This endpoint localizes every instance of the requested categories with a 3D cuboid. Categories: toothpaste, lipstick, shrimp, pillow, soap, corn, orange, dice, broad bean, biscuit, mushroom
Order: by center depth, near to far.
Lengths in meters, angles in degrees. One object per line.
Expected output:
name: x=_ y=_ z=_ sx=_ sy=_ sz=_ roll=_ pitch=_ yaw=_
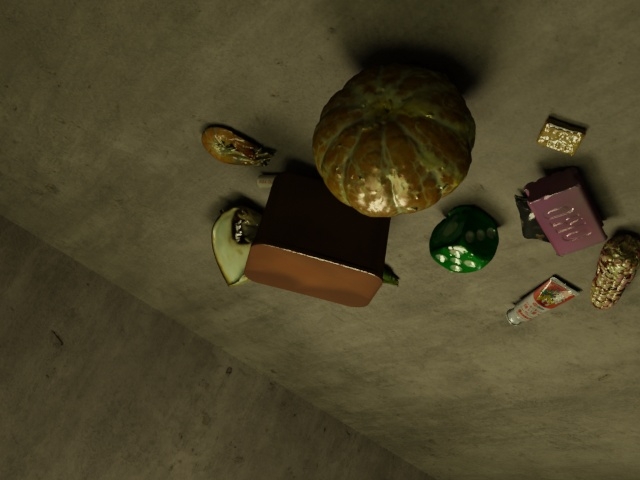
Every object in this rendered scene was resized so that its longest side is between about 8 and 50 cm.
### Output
orange: x=0.147 y=-0.194 z=1.655 sx=0.329 sy=0.329 sz=0.249 roll=6 pitch=155 yaw=30
biscuit: x=0.488 y=-0.210 z=1.684 sx=0.083 sy=0.018 sz=0.081 roll=20 pitch=152 yaw=9
soap: x=0.538 y=-0.061 z=1.815 sx=0.122 sy=0.066 sz=0.203 roll=-22 pitch=133 yaw=24
pillow: x=0.504 y=-0.048 z=1.918 sx=0.090 sy=0.048 sz=0.150 roll=-4 pitch=139 yaw=22
corn: x=0.691 y=0.078 z=1.957 sx=0.092 sy=0.092 sz=0.281 roll=16 pitch=154 yaw=14
dice: x=0.353 y=0.001 z=2.033 sx=0.120 sy=0.128 sz=0.131 roll=35 pitch=149 yaw=-21
shrimp: x=-0.218 y=-0.239 z=2.149 sx=0.217 sy=0.051 sz=0.115 roll=16 pitch=149 yaw=20
lipstick: x=-0.107 y=-0.157 z=2.212 sx=0.130 sy=0.038 sz=0.038 roll=3 pitch=145 yaw=33
toothpaste: x=0.587 y=0.163 z=2.220 sx=0.089 sy=0.057 sz=0.234 roll=31 pitch=143 yaw=-9
broad bean: x=0.162 y=0.076 z=2.397 sx=0.061 sy=0.046 sz=0.195 roll=4 pitch=144 yaw=38
mushroom: x=-0.194 y=-0.004 z=2.468 sx=0.218 sy=0.211 sz=0.292 roll=71 pitch=158 yaw=4

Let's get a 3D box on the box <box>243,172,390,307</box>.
box: x=0.000 y=0.000 z=2.149 sx=0.339 sy=0.230 sz=0.239 roll=16 pitch=152 yaw=-4
